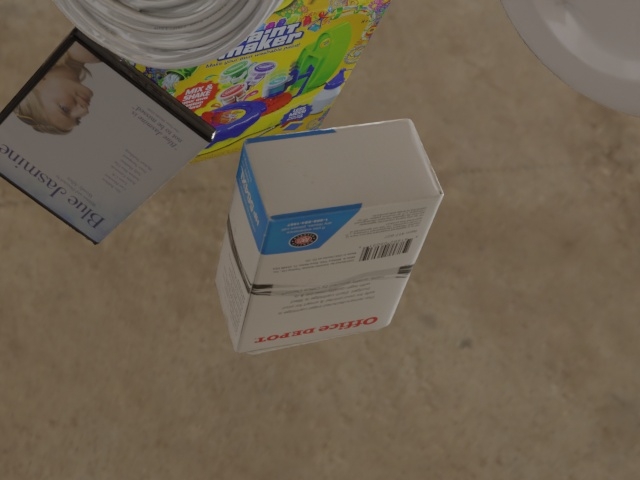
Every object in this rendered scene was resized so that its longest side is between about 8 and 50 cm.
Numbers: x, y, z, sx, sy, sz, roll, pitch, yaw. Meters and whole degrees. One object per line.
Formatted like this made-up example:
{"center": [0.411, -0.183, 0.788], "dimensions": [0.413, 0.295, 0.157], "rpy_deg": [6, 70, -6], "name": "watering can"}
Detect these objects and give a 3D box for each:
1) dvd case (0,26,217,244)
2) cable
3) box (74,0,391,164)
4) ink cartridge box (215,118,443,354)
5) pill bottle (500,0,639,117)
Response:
{"center": [-0.249, -0.105, 1.518], "dimensions": [0.180, 0.253, 0.022], "rpy_deg": [37, 46, -17], "name": "dvd case"}
{"center": [-0.130, -0.277, 1.181], "dimensions": [0.257, 0.257, 0.089], "rpy_deg": [25, 28, 6], "name": "cable"}
{"center": [-0.117, -0.242, 1.665], "dimensions": [0.290, 0.279, 0.177], "rpy_deg": [-17, 67, -29], "name": "box"}
{"center": [0.000, 0.000, 1.185], "dimensions": [0.148, 0.203, 0.086], "rpy_deg": [-9, 58, -19], "name": "ink cartridge box"}
{"center": [0.206, -0.182, 0.669], "dimensions": [0.146, 0.146, 0.264], "rpy_deg": [39, 58, 11], "name": "pill bottle"}
